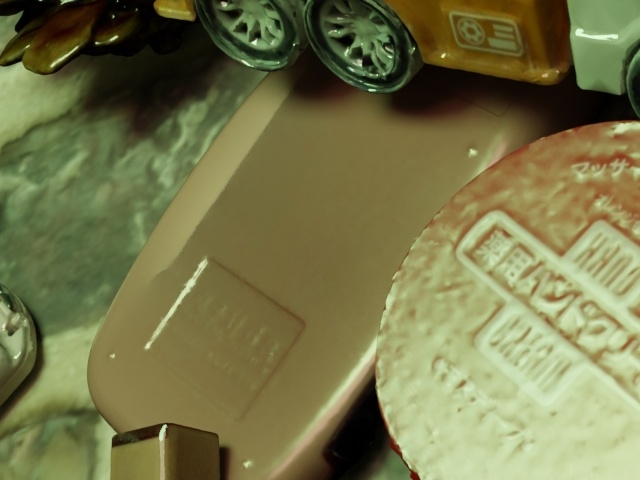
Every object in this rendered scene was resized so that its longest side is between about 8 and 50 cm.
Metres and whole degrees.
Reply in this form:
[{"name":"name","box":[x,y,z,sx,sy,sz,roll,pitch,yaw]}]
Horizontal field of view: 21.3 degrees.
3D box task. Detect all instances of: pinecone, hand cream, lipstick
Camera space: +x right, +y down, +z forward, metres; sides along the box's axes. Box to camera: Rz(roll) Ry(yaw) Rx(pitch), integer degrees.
[{"name":"pinecone","box":[-0.132,-0.216,1.048,0.202,0.201,0.229,27,53,29]},{"name":"hand cream","box":[0.132,0.057,0.726,0.193,0.125,0.193,-17,53,24]},{"name":"lipstick","box":[-0.075,0.165,0.827,0.045,0.045,0.145,-16,65,33]}]

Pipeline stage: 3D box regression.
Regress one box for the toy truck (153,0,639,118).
[{"name":"toy truck","box":[0.085,-0.189,0.822,0.387,0.207,0.173,14,51,33]}]

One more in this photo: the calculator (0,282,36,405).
[{"name":"calculator","box":[-0.242,0.097,1.020,0.175,0.032,0.100,-49,46,-2]}]

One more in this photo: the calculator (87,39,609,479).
[{"name":"calculator","box":[0.000,0.000,0.910,0.220,0.048,0.330,31,83,42]}]
